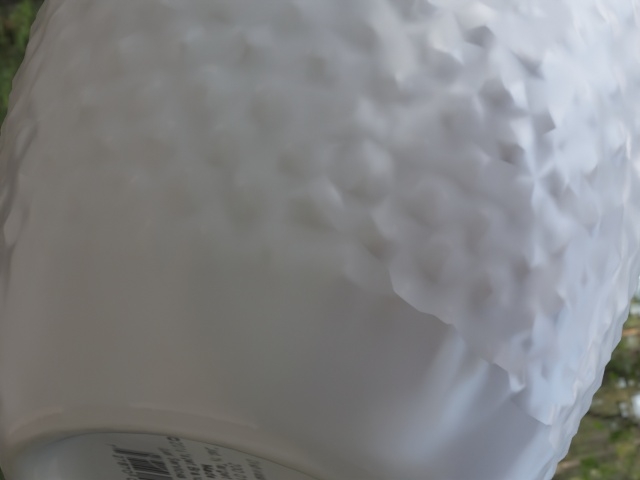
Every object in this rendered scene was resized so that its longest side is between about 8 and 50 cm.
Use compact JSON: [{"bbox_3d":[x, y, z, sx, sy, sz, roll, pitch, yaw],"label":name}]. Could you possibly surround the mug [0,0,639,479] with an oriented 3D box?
[{"bbox_3d":[0.000,0.000,0.610,0.374,0.276,0.328,99,6,-56],"label":"mug"}]
